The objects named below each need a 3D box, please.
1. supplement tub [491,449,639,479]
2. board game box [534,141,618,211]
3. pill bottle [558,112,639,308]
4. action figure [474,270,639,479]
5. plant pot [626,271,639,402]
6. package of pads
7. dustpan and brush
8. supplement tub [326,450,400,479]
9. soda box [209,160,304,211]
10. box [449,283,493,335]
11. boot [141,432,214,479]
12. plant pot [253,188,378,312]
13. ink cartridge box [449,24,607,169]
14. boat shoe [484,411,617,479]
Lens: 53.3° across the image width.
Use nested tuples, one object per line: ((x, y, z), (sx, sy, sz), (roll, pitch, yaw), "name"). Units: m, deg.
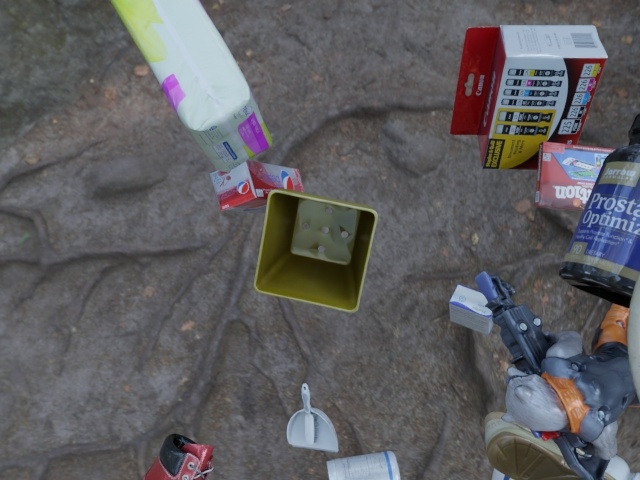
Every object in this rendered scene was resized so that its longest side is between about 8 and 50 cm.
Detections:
((0.627, 0.618, 1.611), (0.325, 0.235, 0.235), (20, 74, 35), "supplement tub")
((0.618, -0.131, 1.402), (0.282, 0.027, 0.144), (5, 88, -2), "board game box")
((0.379, -0.035, 0.752), (0.123, 0.123, 0.219), (22, 87, 26), "pill bottle")
((0.377, 0.149, 0.896), (0.330, 0.178, 0.341), (-24, 71, -23), "action figure")
((0.456, 0.045, 0.491), (0.334, 0.306, 0.333), (15, 114, 36), "plant pot")
((-0.181, -0.252, 0.866), (0.101, 0.229, 0.296), (-30, 83, -2), "package of pads")
((-0.029, 0.480, 1.726), (0.148, 0.060, 0.211), (1, 98, 20), "dustpan and brush")
((0.067, 0.368, 0.986), (0.107, 0.071, 0.070), (-9, 63, -2), "supplement tub")
((-0.126, -0.110, 1.365), (0.092, 0.263, 0.083), (-19, 84, 21), "soda box")
((0.455, 0.207, 1.896), (0.126, 0.137, 0.072), (20, 67, 23), "box")
((-0.172, 0.376, 0.842), (0.244, 0.088, 0.176), (37, 97, 43), "boot")
((0.000, 0.000, 1.317), (0.212, 0.187, 0.212), (12, 106, 5), "plant pot")
((0.445, -0.311, 1.425), (0.272, 0.309, 0.130), (1, 48, 4), "ink cartridge box")
((0.466, 0.440, 1.235), (0.341, 0.110, 0.121), (35, 109, -9), "boat shoe")
